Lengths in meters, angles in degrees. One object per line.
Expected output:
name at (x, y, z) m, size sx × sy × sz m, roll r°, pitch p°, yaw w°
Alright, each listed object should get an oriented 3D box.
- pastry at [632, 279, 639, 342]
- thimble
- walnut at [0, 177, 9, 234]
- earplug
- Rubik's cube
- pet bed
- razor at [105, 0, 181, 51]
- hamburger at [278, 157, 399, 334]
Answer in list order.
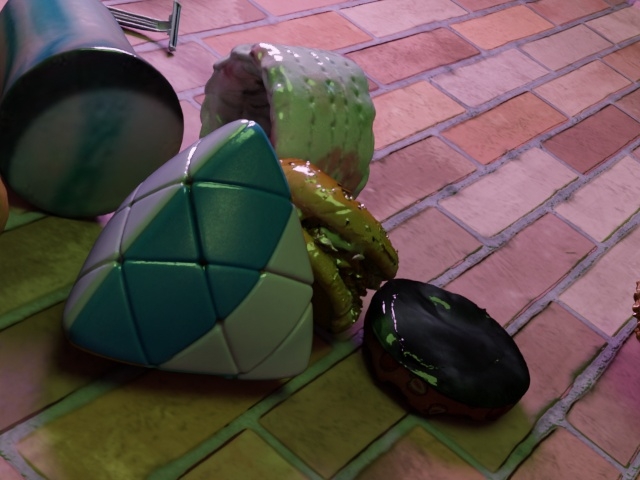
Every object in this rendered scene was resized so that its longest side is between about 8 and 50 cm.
pastry at (0.486, 0.143, 1.432) m, size 0.311 × 0.162 × 0.255 m, roll 51°, pitch 24°, yaw 17°
thimble at (-0.036, -0.119, 1.381) m, size 0.149 × 0.185 × 0.211 m, roll 3°, pitch 71°, yaw -35°
walnut at (-0.347, -0.034, 1.014) m, size 0.167 × 0.149 × 0.166 m, roll 7°, pitch 67°, yaw -16°
earplug at (-0.275, -0.186, 1.292) m, size 0.185 × 0.185 × 0.324 m, roll 10°, pitch 29°, yaw -30°
Rubik's cube at (-0.116, 0.058, 1.091) m, size 0.254 × 0.254 × 0.254 m, roll 22°, pitch 30°, yaw -13°
pet bed at (0.131, 0.114, 1.281) m, size 0.201 × 0.053 × 0.201 m, roll 21°, pitch 31°, yaw -13°
razor at (-0.276, -0.297, 1.585) m, size 0.191 × 0.037 × 0.068 m, roll 10°, pitch 76°, yaw -23°
hamburger at (0.000, 0.000, 1.225) m, size 0.177 × 0.113 × 0.185 m, roll 57°, pitch -22°, yaw -20°
